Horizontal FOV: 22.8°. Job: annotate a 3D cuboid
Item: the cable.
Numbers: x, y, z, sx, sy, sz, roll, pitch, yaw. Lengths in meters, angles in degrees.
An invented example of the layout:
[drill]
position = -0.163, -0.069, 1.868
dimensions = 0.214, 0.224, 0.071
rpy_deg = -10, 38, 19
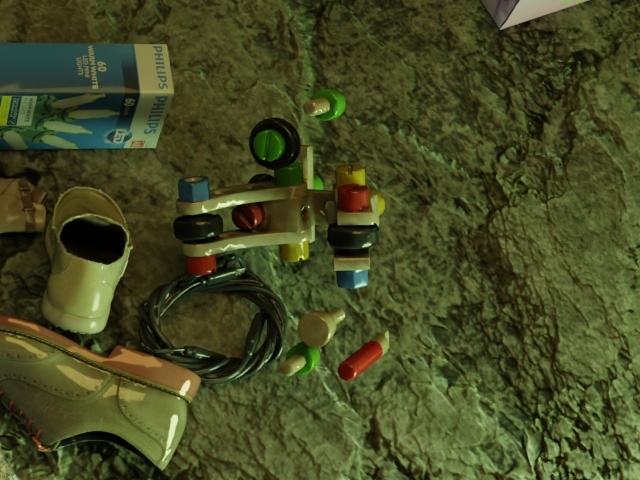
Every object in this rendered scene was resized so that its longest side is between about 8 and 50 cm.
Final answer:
[cable]
position = -0.131, 0.103, 1.892
dimensions = 0.184, 0.047, 0.150
rpy_deg = -26, 77, -32

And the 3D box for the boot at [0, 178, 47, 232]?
[boot]
position = -0.370, -0.025, 1.883
dimensions = 0.087, 0.042, 0.118
rpy_deg = 14, 60, -13

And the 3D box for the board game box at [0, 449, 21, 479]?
[board game box]
position = -0.477, 0.252, 1.568
dimensions = 0.291, 0.141, 0.232
rpy_deg = -42, 119, -27

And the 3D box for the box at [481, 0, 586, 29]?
[box]
position = 0.300, -0.454, 2.280
dimensions = 0.213, 0.117, 0.243
rpy_deg = -21, 70, -26

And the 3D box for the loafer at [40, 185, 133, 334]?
[loafer]
position = -0.260, 0.005, 1.816
dimensions = 0.102, 0.092, 0.268
rpy_deg = 17, 27, -16

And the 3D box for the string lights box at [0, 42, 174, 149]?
[string lights box]
position = -0.319, -0.174, 1.924
dimensions = 0.259, 0.133, 0.077
rpy_deg = -2, 63, -18

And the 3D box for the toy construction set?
[toy construction set]
position = 0.000, 0.000, 1.880
dimensions = 0.309, 0.257, 0.237
rpy_deg = 66, 26, -1

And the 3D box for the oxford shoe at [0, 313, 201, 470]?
[oxford shoe]
position = -0.314, 0.163, 1.757
dimensions = 0.348, 0.123, 0.130
rpy_deg = 14, 77, -1
